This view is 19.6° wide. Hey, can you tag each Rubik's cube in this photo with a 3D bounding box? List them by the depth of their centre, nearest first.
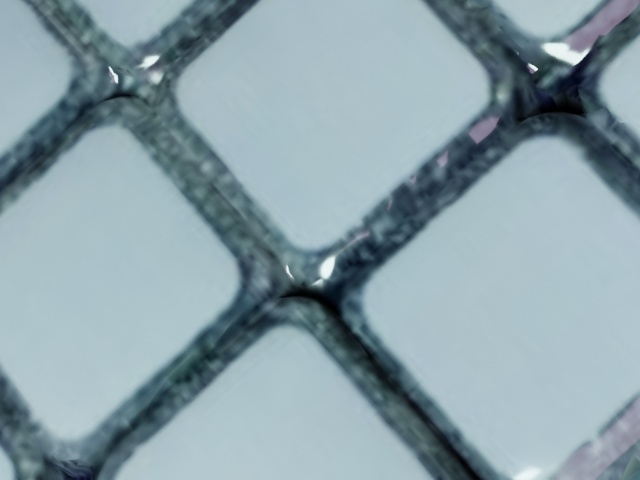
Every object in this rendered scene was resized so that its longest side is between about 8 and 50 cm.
[{"bbox_3d":[0.000,0.000,0.640,0.337,0.344,0.344,-43,67,5],"label":"Rubik's cube"}]
